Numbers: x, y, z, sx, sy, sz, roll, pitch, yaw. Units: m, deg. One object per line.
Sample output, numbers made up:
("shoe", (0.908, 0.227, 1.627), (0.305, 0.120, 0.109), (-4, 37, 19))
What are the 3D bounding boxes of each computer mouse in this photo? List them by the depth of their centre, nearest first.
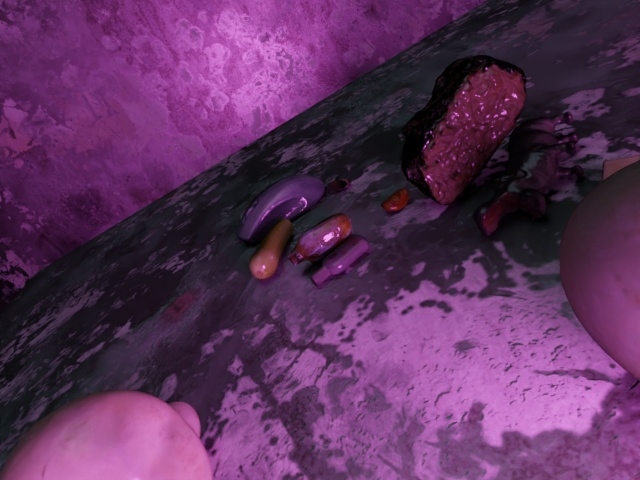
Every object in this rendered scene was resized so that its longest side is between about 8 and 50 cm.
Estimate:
("computer mouse", (-0.157, -0.122, 1.576), (0.370, 0.122, 0.188), (-38, 25, -5))

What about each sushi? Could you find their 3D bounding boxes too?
("sushi", (0.332, -0.265, 1.082), (0.350, 0.210, 0.171), (-59, 19, 14))
("sushi", (0.066, -0.184, 1.536), (0.083, 0.044, 0.046), (-6, 13, 39))

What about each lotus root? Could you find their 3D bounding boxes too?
("lotus root", (0.000, 0.000, 1.187), (0.192, 0.088, 0.113), (-32, -15, -3))

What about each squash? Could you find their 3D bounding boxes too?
("squash", (-0.143, 0.027, 1.336), (0.083, 0.083, 0.250), (-19, 25, 25))

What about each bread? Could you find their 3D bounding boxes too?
("bread", (0.564, -0.111, 0.850), (0.068, 0.028, 0.154), (-10, 32, 38))

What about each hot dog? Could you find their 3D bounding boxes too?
("hot dog", (0.203, -0.107, 1.233), (0.083, 0.035, 0.058), (-38, 26, -13))

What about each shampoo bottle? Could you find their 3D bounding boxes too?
("shampoo bottle", (0.043, 0.049, 1.123), (0.165, 0.040, 0.080), (-39, 26, -17))

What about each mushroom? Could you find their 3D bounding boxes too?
("mushroom", (-0.285, 0.356, 0.679), (0.314, 0.315, 0.336), (-30, 2, 2))

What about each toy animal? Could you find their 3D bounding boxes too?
("toy animal", (0.448, -0.149, 0.962), (0.168, 0.106, 0.343), (-1, 42, 46))

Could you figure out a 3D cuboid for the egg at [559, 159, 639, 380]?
("egg", (0.422, 0.043, 0.430), (0.278, 0.278, 0.336), (-37, 20, -11))
